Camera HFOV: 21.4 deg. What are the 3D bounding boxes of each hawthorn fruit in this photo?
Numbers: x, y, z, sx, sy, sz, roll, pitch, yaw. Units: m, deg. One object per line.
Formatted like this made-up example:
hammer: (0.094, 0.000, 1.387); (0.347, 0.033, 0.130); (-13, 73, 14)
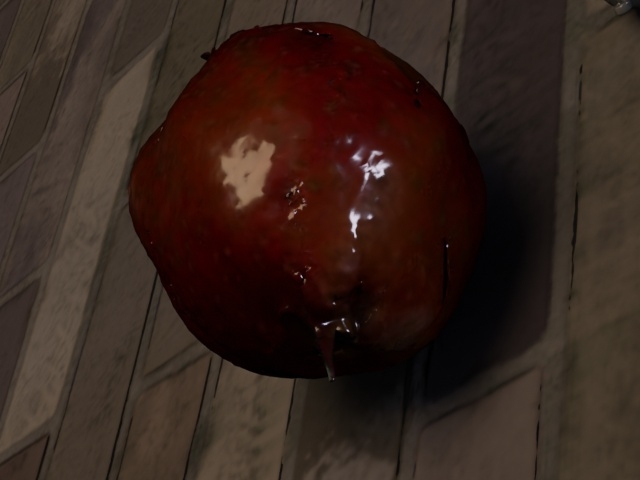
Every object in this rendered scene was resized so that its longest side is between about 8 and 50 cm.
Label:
hawthorn fruit: (0.000, 0.000, 0.832); (0.181, 0.181, 0.235); (-47, 32, 21)

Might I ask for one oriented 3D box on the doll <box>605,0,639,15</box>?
doll: (0.158, -0.143, 0.857); (0.057, 0.039, 0.114); (-9, 39, 23)
